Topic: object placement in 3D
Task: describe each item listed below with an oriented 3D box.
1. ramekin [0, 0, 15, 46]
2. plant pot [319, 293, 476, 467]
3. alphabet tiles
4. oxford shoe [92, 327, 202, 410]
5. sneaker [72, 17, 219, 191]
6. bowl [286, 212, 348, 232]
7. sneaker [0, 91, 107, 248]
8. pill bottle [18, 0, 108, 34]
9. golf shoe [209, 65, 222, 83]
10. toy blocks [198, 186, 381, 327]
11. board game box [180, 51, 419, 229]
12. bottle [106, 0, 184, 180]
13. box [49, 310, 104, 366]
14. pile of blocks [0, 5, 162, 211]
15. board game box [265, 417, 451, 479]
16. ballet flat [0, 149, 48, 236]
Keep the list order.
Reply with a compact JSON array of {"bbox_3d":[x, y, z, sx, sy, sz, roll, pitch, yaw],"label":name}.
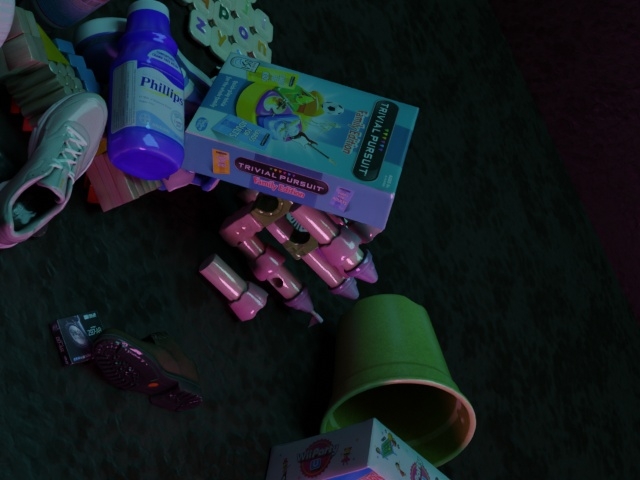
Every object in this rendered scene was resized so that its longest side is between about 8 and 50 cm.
[{"bbox_3d":[-0.512,-0.325,1.542,0.109,0.207,0.207,-8,76,-66],"label":"ramekin"},{"bbox_3d":[0.126,0.247,2.077,0.276,0.276,0.254,40,28,-35],"label":"plant pot"},{"bbox_3d":[-0.195,-0.461,2.257,0.284,0.021,0.278,35,44,-40],"label":"alphabet tiles"},{"bbox_3d":[-0.261,0.174,1.697,0.227,0.082,0.096,45,33,-51],"label":"oxford shoe"},{"bbox_3d":[-0.268,-0.204,1.877,0.322,0.130,0.236,30,42,-51],"label":"sneaker"},{"bbox_3d":[0.016,-0.029,2.230,0.170,0.080,0.170,33,44,-40],"label":"bowl"},{"bbox_3d":[-0.364,-0.095,1.573,0.099,0.121,0.262,41,69,-31],"label":"sneaker"},{"bbox_3d":[-0.396,-0.385,1.781,0.087,0.160,0.087,34,44,-40],"label":"pill bottle"},{"bbox_3d":[-0.187,-0.245,2.092,0.094,0.077,0.198,37,34,-22],"label":"golf shoe"},{"bbox_3d":[0.000,0.000,1.996,0.260,0.288,0.309,45,35,-20],"label":"toy blocks"},{"bbox_3d":[-0.027,-0.169,1.843,0.336,0.079,0.254,16,41,2],"label":"board game box"},{"bbox_3d":[-0.265,-0.236,1.741,0.118,0.092,0.283,26,52,-44],"label":"bottle"},{"bbox_3d":[-0.346,0.141,1.644,0.083,0.018,0.067,-11,79,-58],"label":"box"},{"bbox_3d":[-0.388,-0.191,1.727,0.362,0.112,0.149,58,24,-28],"label":"pile of blocks"},{"bbox_3d":[0.088,0.428,1.902,0.303,0.224,0.098,42,41,-32],"label":"board game box"},{"bbox_3d":[-0.445,-0.078,1.622,0.057,0.049,0.173,-44,116,-25],"label":"ballet flat"}]
